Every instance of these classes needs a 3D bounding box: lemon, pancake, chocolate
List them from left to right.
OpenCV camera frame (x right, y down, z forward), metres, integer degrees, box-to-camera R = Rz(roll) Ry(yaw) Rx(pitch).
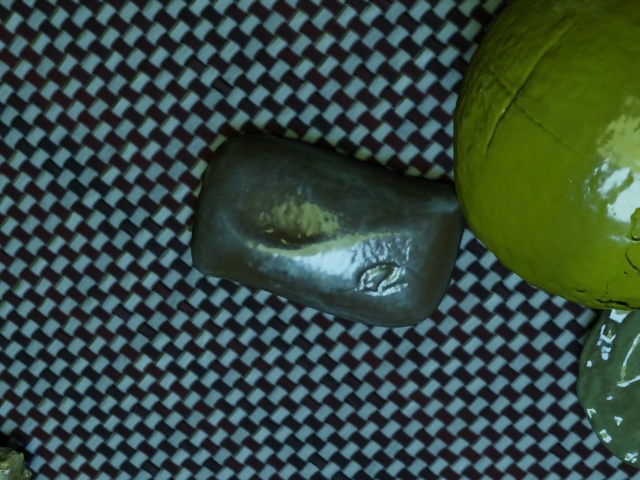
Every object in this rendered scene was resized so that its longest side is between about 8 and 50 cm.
[{"bbox_3d":[0.001,0.001,1.289,0.261,0.083,0.161,13,111,3],"label":"chocolate"},{"bbox_3d":[0.248,-0.088,1.118,0.297,0.297,0.297,2,111,6],"label":"lemon"},{"bbox_3d":[0.379,0.109,1.301,0.294,0.049,0.294,2,115,5],"label":"pancake"}]

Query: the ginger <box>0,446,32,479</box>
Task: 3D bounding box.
[{"bbox_3d":[-0.314,0.294,1.459,0.193,0.052,0.176,16,112,0],"label":"ginger"}]
